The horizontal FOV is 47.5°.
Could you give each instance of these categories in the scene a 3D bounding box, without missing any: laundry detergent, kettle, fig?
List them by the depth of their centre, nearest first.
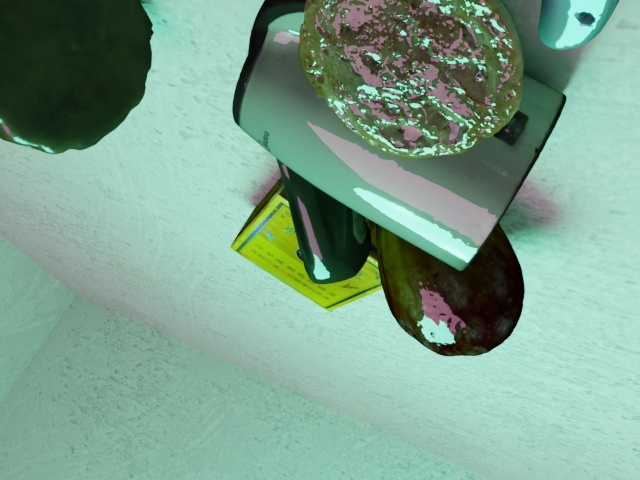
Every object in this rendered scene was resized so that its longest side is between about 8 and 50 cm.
[{"bbox_3d":[0.054,-0.110,0.568,0.236,0.161,0.221,31,166,7],"label":"kettle"},{"bbox_3d":[-0.007,-0.074,0.760,0.078,0.144,0.221,-10,116,14],"label":"laundry detergent"},{"bbox_3d":[0.114,-0.010,0.783,0.274,0.145,0.170,61,174,-13],"label":"fig"}]

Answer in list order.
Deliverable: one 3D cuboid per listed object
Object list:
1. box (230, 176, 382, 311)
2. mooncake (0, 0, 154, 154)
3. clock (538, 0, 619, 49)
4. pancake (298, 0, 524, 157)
[{"bbox_3d":[0.000,0.000,1.012,0.193,0.084,0.301,33,160,-8],"label":"box"},{"bbox_3d":[-0.286,-0.206,0.727,0.124,0.228,0.228,16,156,34],"label":"mooncake"},{"bbox_3d":[0.051,-0.228,0.393,0.274,0.094,0.223,21,157,22],"label":"clock"},{"bbox_3d":[0.050,-0.113,0.448,0.151,0.025,0.151,18,142,15],"label":"pancake"}]
